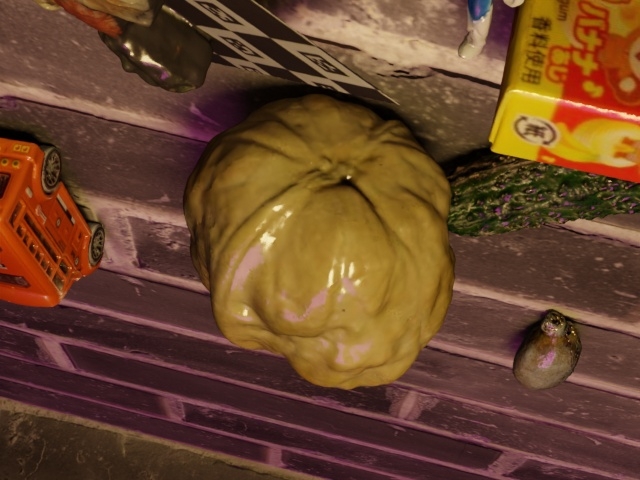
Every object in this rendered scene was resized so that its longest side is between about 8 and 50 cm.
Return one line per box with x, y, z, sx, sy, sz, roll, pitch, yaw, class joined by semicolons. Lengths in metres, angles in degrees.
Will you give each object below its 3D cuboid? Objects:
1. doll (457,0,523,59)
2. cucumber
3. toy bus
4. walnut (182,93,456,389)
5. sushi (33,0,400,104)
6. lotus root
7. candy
0.114;-0.225;0.707;0.114;0.057;0.227;46;147;8;doll
0.246;-0.060;0.973;0.096;0.096;0.359;31;155;-33;cucumber
-0.401;-0.015;1.369;0.143;0.153;0.329;10;156;8;toy bus
0.002;0.001;1.034;0.282;0.253;0.277;17;151;13;walnut
-0.168;-0.183;0.782;0.359;0.064;0.343;28;178;-36;sushi
0.316;0.156;1.421;0.088;0.088;0.165;14;147;1;lotus root
0.275;-0.117;0.763;0.276;0.146;0.088;14;156;5;candy
